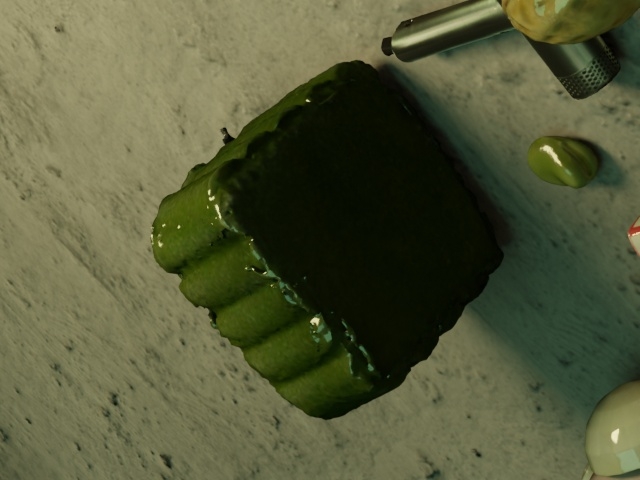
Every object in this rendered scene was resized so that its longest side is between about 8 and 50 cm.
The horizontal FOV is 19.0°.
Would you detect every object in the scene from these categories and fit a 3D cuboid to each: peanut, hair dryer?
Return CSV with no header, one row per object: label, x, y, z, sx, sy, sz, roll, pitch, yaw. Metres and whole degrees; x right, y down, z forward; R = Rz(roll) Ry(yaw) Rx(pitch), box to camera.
peanut,0.284,-0.292,1.772,0.147,0.147,0.305,44,133,4
hair dryer,0.119,-0.263,1.965,0.284,0.155,0.320,-13,122,36

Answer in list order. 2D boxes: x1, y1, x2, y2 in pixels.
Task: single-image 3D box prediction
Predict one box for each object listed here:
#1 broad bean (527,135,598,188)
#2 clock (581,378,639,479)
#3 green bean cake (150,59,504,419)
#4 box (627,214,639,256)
broad bean,0.259,-0.085,2.069,0.083,0.045,0.063,17,145,42
clock,0.431,0.340,2.172,0.326,0.184,0.342,30,133,26
green bean cake,0.000,0.000,2.153,0.335,0.319,0.218,51,142,-4
box,0.521,-0.010,1.683,0.312,0.314,0.300,-19,111,48
